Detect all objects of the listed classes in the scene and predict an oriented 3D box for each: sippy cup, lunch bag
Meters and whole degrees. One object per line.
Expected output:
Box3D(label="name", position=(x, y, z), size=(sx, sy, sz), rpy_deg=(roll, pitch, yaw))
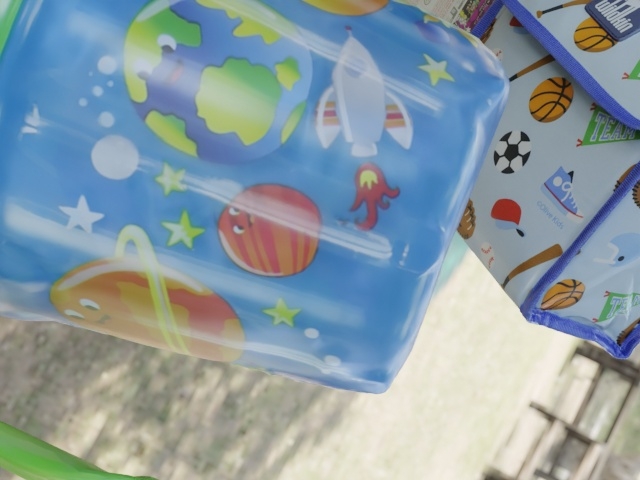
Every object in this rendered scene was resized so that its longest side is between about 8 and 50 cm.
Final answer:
Box3D(label="sippy cup", position=(-0.042, -0.043, 0.665), size=(0.240, 0.224, 0.306), rpy_deg=(-57, 167, -73))
Box3D(label="lunch bag", position=(0.300, -0.133, 1.551), size=(0.239, 0.328, 0.385), rpy_deg=(20, 116, -43))

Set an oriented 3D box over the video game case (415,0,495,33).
Box3D(label="video game case", position=(0.198, -0.264, 1.808), size=(0.041, 0.210, 0.232), rpy_deg=(1, 134, -36))
